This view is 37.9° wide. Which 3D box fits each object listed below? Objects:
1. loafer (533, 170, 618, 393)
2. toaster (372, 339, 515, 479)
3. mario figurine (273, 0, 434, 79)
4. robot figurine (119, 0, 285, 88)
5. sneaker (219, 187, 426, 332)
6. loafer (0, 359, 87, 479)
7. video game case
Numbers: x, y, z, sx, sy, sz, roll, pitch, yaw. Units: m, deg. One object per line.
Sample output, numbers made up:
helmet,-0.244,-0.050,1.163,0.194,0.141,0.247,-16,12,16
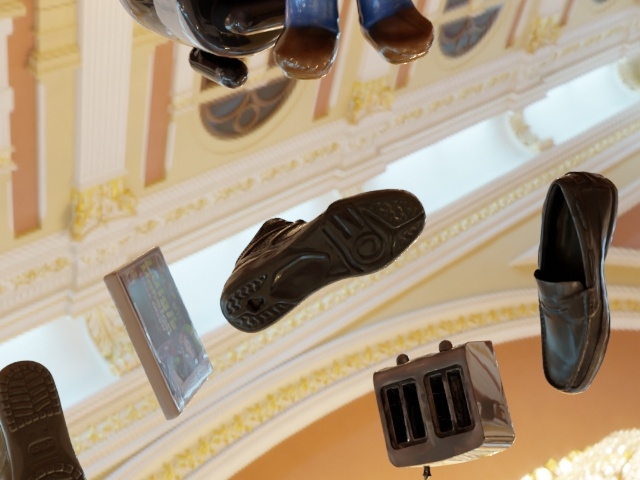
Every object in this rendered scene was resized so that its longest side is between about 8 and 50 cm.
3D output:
loafer,0.241,0.043,0.916,0.078,0.223,0.076,-4,-168,-34
toaster,0.179,0.247,1.359,0.110,0.168,0.186,13,-119,-52
mario figurine,0.006,-0.269,0.677,0.198,0.321,0.170,-33,-139,-29
robot figurine,-0.123,-0.302,1.052,0.173,0.209,0.278,27,180,-42
sneaker,0.000,0.000,0.971,0.087,0.227,0.130,53,-166,-21
loafer,-0.326,0.262,1.066,0.094,0.087,0.251,-6,-96,-36
video game case,-0.199,0.110,1.181,0.022,0.190,0.173,-22,-173,11
